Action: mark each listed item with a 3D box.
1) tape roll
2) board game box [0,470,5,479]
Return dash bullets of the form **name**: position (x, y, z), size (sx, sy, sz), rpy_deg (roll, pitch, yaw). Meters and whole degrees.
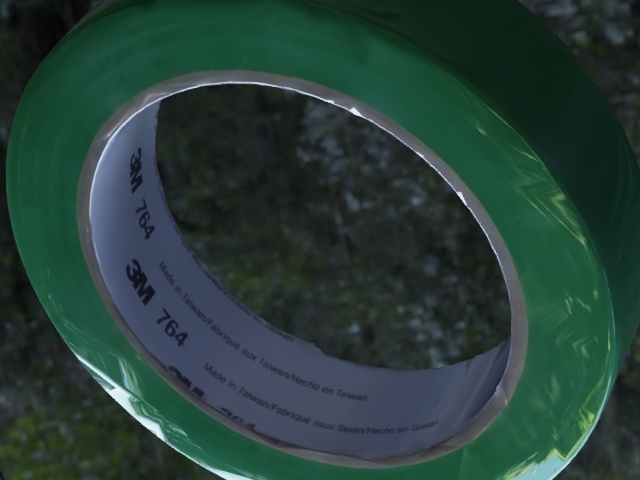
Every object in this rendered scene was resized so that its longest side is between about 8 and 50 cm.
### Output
- **tape roll**: position (0.000, 0.000, 0.846), size (0.321, 0.321, 0.077), rpy_deg (0, -144, 28)
- **board game box**: position (-0.134, 0.277, 0.807), size (0.056, 0.346, 0.208), rpy_deg (-21, -127, -24)
